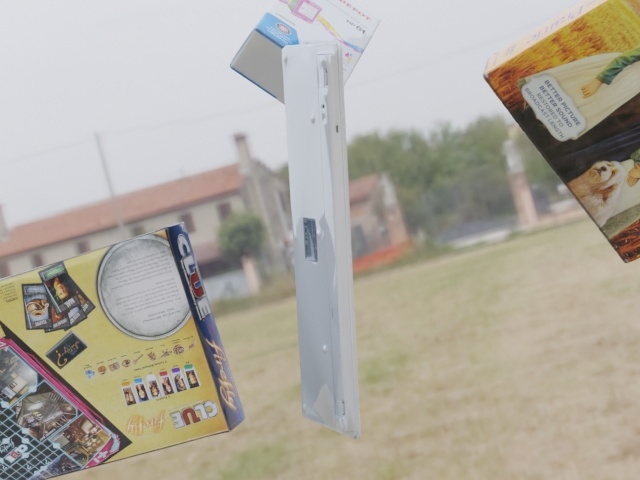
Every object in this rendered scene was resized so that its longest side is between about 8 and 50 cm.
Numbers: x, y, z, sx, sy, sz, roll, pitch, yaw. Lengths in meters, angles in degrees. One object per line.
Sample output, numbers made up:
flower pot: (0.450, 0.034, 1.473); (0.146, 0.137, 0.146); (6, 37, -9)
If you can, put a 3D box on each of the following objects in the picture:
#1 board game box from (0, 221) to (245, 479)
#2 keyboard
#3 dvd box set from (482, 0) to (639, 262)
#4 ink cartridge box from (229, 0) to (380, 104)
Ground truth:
board game box: (-0.198, 0.098, 1.036); (0.243, 0.165, 0.042); (-16, 3, 16)
keyboard: (0.000, 0.000, 0.860); (0.014, 0.256, 0.072); (-6, 9, -24)
dvd box set: (0.437, -0.178, 1.447); (0.420, 0.308, 0.062); (-28, 21, 32)
ink cartridge box: (-0.011, -0.168, 1.110); (0.052, 0.088, 0.122); (-52, 8, 39)
